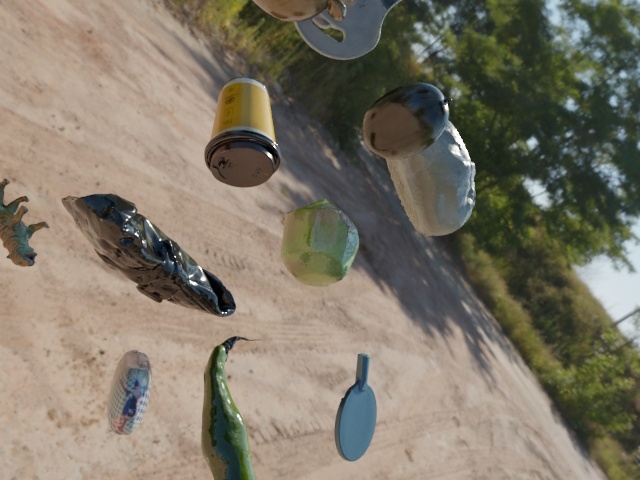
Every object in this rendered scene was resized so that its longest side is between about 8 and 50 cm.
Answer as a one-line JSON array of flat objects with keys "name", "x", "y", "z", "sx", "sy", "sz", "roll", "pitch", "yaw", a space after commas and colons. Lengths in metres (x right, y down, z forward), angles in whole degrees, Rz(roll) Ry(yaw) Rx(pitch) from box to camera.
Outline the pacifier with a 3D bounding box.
[{"name": "pacifier", "x": 0.061, "y": -0.490, "z": 1.096, "sx": 0.227, "sy": 0.279, "sz": 0.207, "roll": 31, "pitch": 2, "yaw": -19}]

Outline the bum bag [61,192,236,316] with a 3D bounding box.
[{"name": "bum bag", "x": -0.245, "y": 0.028, "z": 0.843, "sx": 0.144, "sy": 0.095, "sz": 0.340, "roll": 20, "pitch": -18, "yaw": 28}]

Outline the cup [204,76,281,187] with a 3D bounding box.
[{"name": "cup", "x": -0.202, "y": -0.287, "z": 1.541, "sx": 0.196, "sy": 0.196, "sz": 0.280, "roll": 39, "pitch": 38, "yaw": -45}]

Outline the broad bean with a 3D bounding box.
[{"name": "broad bean", "x": -0.138, "y": 0.286, "z": 0.908, "sx": 0.098, "sy": 0.056, "sz": 0.318, "roll": 10, "pitch": 53, "yaw": -17}]

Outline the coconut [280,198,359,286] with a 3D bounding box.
[{"name": "coconut", "x": 0.000, "y": 0.000, "z": 1.526, "sx": 0.236, "sy": 0.204, "sz": 0.236, "roll": 3, "pitch": 90, "yaw": -73}]

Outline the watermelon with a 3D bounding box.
[{"name": "watermelon", "x": 0.099, "y": -0.138, "z": 0.674, "sx": 0.078, "sy": 0.110, "sz": 0.078, "roll": 32, "pitch": 44, "yaw": -37}]

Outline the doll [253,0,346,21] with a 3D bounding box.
[{"name": "doll", "x": -0.100, "y": -0.474, "z": 0.980, "sx": 0.330, "sy": 0.174, "sz": 0.235, "roll": 37, "pitch": -1, "yaw": 44}]

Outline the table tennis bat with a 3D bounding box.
[{"name": "table tennis bat", "x": 0.055, "y": 0.245, "z": 0.859, "sx": 0.100, "sy": 0.019, "sz": 0.155, "roll": 13, "pitch": 81, "yaw": -51}]

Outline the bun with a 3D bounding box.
[{"name": "bun", "x": 0.284, "y": -0.185, "z": 1.510, "sx": 0.354, "sy": 0.194, "sz": 0.354, "roll": -19, "pitch": 90, "yaw": -89}]

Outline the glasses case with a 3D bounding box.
[{"name": "glasses case", "x": -0.389, "y": 0.301, "z": 1.193, "sx": 0.076, "sy": 0.125, "sz": 0.327, "roll": 14, "pitch": -7, "yaw": -17}]

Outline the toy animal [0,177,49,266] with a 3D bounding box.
[{"name": "toy animal", "x": -0.652, "y": -0.042, "z": 1.231, "sx": 0.241, "sy": 0.099, "sz": 0.057, "roll": 42, "pitch": -4, "yaw": 25}]
